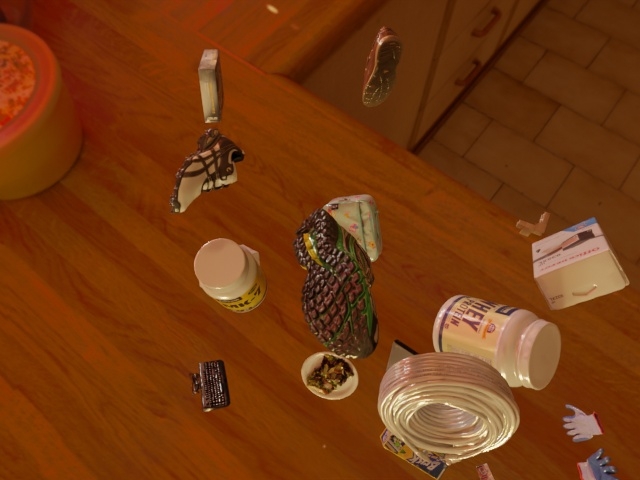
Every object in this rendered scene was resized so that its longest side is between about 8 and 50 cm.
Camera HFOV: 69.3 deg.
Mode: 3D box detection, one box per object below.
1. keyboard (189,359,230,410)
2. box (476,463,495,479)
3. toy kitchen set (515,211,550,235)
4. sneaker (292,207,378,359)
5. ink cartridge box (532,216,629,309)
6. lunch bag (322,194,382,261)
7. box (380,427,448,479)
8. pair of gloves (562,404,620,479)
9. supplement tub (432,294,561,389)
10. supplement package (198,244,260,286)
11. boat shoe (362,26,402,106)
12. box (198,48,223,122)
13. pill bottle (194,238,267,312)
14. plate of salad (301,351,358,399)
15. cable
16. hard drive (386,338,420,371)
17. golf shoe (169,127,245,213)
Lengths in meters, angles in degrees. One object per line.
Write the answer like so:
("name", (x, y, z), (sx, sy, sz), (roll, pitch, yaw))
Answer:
("keyboard", (-0.305, 0.384, 1.259), (0.100, 0.038, 0.192), (-11, 25, -14))
("box", (0.373, 0.552, 0.974), (0.027, 0.094, 0.137), (-23, 49, 5))
("toy kitchen set", (0.701, -0.059, 1.541), (0.083, 0.068, 0.075), (22, 76, 13))
("sneaker", (0.053, 0.072, 0.846), (0.146, 0.134, 0.344), (30, 27, -27))
("ink cartridge box", (0.813, 0.068, 1.480), (0.223, 0.307, 0.129), (-28, 97, 30))
("lunch bag", (0.134, -0.047, 1.869), (0.224, 0.108, 0.279), (-4, 107, 27))
("box", (0.238, 0.529, 1.172), (0.168, 0.054, 0.059), (33, 92, -3))
("pair of gloves", (0.634, 0.488, 1.097), (0.023, 0.159, 0.198), (-7, 64, -5))
("supplement tub", (0.547, 0.315, 1.458), (0.324, 0.235, 0.235), (10, 58, 50))
("supplement package", (-0.299, 0.095, 1.515), (0.179, 0.105, 0.105), (-18, 26, -35))
("boat shoe", (0.126, -0.364, 0.980), (0.064, 0.178, 0.060), (-4, 59, -12))
("box", (-0.377, -0.543, 1.618), (0.056, 0.183, 0.231), (-3, 37, -6))
("pill bottle", (-0.184, 0.075, 0.965), (0.119, 0.208, 0.119), (-1, 71, 3))
("plate of salad", (0.029, 0.470, 1.587), (0.199, 0.200, 0.048), (14, 24, 7))
("cable", (0.239, 0.314, 0.878), (0.257, 0.257, 0.089), (43, 36, -21))
("hard drive", (0.266, 0.394, 1.492), (0.094, 0.135, 0.022), (30, 38, 32))
("golf shoe", (-0.200, -0.119, 0.836), (0.093, 0.077, 0.198), (26, 57, -9))
